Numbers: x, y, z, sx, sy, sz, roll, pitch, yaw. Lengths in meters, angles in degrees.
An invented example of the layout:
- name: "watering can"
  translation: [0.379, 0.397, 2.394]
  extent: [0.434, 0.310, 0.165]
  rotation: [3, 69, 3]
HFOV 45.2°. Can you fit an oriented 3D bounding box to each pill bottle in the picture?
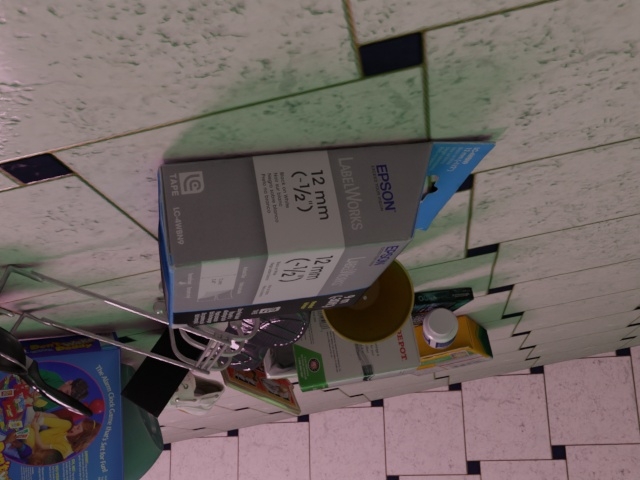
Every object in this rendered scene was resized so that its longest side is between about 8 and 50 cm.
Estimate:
- name: "pill bottle"
  translation: [0.229, 0.166, 1.468]
  extent: [0.067, 0.067, 0.120]
  rotation: [-11, 162, 3]

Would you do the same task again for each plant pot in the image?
- name: "plant pot"
  translation: [0.060, 0.075, 1.121]
  extent: [0.134, 0.134, 0.095]
  rotation: [-8, -174, -6]
- name: "plant pot"
  translation: [-0.444, 0.370, 1.482]
  extent: [0.235, 0.293, 0.293]
  rotation: [-22, 163, -7]

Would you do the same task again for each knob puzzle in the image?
- name: "knob puzzle"
  translation: [-0.126, 0.250, 1.511]
  extent: [0.030, 0.213, 0.213]
  rotation: [-56, 147, 11]

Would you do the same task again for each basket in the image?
- name: "basket"
  translation: [-0.031, 0.196, 1.438]
  extent: [0.167, 0.113, 0.103]
  rotation: [-5, 165, -13]

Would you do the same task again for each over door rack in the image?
- name: "over door rack"
  translation: [-0.260, 0.097, 1.043]
  extent: [0.324, 0.108, 0.239]
  rotation: [10, 157, -13]

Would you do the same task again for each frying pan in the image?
- name: "frying pan"
  translation: [-0.414, 0.152, 1.007]
  extent: [0.326, 0.053, 0.197]
  rotation: [29, 154, -25]

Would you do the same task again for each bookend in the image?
- name: "bookend"
  translation: [-0.268, 0.228, 1.314]
  extent: [0.072, 0.157, 0.156]
  rotation: [33, 155, -1]

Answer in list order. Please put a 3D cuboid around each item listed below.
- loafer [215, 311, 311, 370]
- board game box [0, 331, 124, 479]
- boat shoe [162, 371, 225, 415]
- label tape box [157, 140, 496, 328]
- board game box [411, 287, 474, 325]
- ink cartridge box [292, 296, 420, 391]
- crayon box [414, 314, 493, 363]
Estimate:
- name: "loafer"
  translation: [-0.095, 0.125, 1.257]
  extent: [0.109, 0.095, 0.302]
  rotation: [27, 146, -12]
- name: "board game box"
  translation: [-0.450, 0.337, 1.278]
  extent: [0.233, 0.347, 0.078]
  rotation: [-3, -164, -21]
- name: "boat shoe"
  translation: [-0.322, 0.324, 1.718]
  extent: [0.096, 0.098, 0.277]
  rotation: [-42, 148, 16]
- name: "label tape box"
  translation: [0.000, 0.000, 0.848]
  extent: [0.347, 0.115, 0.249]
  rotation: [-4, 161, -13]
- name: "board game box"
  translation: [0.207, 0.136, 1.521]
  extent: [0.126, 0.026, 0.186]
  rotation: [-4, 161, -19]
- name: "ink cartridge box"
  translation: [0.056, 0.170, 1.333]
  extent: [0.208, 0.153, 0.087]
  rotation: [-9, 163, -1]
- name: "crayon box"
  translation: [0.280, 0.253, 1.829]
  extent: [0.203, 0.083, 0.323]
  rotation: [-16, 162, 17]
